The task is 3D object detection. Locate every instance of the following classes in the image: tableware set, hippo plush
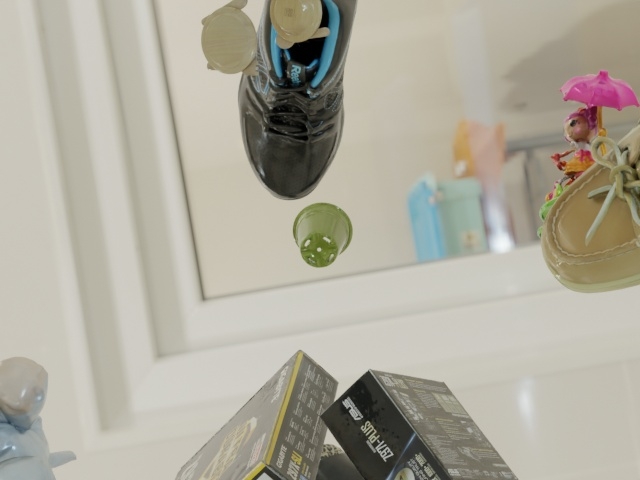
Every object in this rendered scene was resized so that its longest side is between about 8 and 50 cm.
[{"bbox_3d":[-0.064,-0.239,1.323,0.020,0.141,0.169,-17,-85,-57],"label":"tableware set"},{"bbox_3d":[-0.430,0.323,1.838,0.294,0.234,0.236,86,164,-49],"label":"hippo plush"}]

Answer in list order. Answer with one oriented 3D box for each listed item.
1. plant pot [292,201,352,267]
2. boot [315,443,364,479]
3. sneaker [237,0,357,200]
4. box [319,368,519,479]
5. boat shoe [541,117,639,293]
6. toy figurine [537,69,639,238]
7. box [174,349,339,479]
[{"bbox_3d":[0.000,0.000,1.929,0.079,0.083,0.083,-77,-21,-70],"label":"plant pot"},{"bbox_3d":[0.087,0.392,2.262,0.178,0.236,0.085,39,112,41],"label":"boot"},{"bbox_3d":[-0.033,-0.178,1.550,0.140,0.125,0.341,-76,-6,-56],"label":"sneaker"},{"bbox_3d":[0.105,0.217,1.472,0.147,0.077,0.180,53,-163,26],"label":"box"},{"bbox_3d":[0.259,-0.063,0.946,0.089,0.285,0.104,24,-143,-53],"label":"boat shoe"},{"bbox_3d":[0.285,-0.094,1.495,0.173,0.130,0.159,134,141,-67],"label":"toy figurine"},{"bbox_3d":[-0.102,0.300,1.754,0.079,0.257,0.322,40,-161,-7],"label":"box"}]
